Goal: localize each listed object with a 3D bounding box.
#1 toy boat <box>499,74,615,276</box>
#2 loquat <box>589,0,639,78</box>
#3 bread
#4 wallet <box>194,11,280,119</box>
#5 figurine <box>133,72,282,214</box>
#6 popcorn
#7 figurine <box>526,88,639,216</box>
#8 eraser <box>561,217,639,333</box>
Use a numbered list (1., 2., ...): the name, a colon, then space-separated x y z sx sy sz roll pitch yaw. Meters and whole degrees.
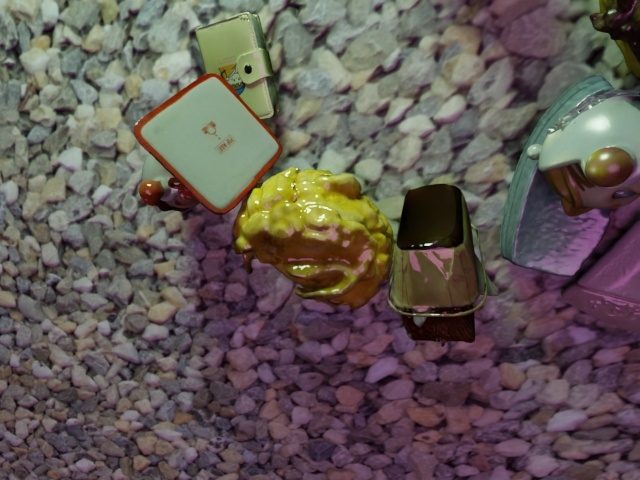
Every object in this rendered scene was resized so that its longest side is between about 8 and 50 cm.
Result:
1. toy boat: 0.345 -0.084 0.578 0.127 0.078 0.283 13 112 12
2. loquat: 0.413 -0.269 0.418 0.243 0.244 0.244 4 110 12
3. bread: 0.176 0.044 0.588 0.142 0.224 0.212 -6 122 22
4. wallet: -0.128 -0.267 0.649 0.110 0.039 0.155 -7 106 19
5. figurine: -0.212 -0.108 0.645 0.160 0.183 0.226 47 139 -17
6. popcorn: 0.000 0.000 0.614 0.250 0.250 0.190 17 76 8
7. figurine: 0.336 -0.117 0.400 0.193 0.274 0.133 -22 76 -6
8. eraser: 0.529 0.077 0.596 0.243 0.059 0.204 33 113 5
